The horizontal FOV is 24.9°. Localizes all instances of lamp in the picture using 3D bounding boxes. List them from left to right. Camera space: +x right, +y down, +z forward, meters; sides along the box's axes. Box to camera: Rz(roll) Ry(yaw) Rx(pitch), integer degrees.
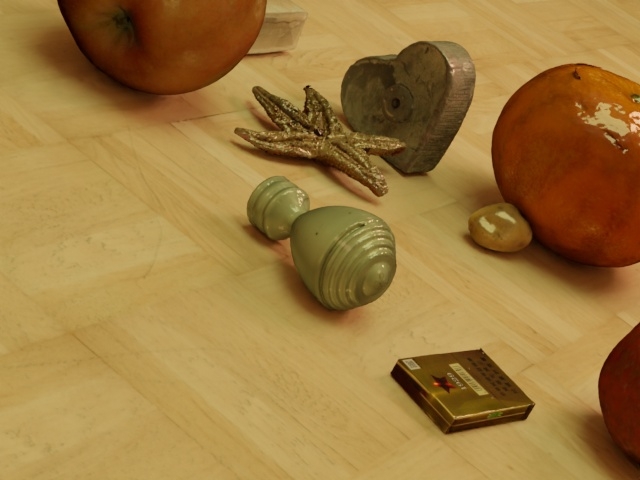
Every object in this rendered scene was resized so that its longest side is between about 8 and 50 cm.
[{"bbox_3d":[0.000,0.000,1.504,0.106,0.106,0.193,-1,27,-45],"label":"lamp"}]

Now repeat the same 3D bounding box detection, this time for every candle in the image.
[{"bbox_3d":[0.116,-0.171,1.888,0.068,0.192,0.168,-6,85,-47],"label":"candle"}]

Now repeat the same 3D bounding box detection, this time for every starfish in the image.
[{"bbox_3d":[-0.006,-0.128,1.790,0.240,0.043,0.227,1,34,-37],"label":"starfish"}]

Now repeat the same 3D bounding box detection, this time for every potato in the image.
[{"bbox_3d":[0.221,-0.015,1.789,0.083,0.062,0.068,-14,25,-25],"label":"potato"}]

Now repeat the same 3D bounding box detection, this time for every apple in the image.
[{"bbox_3d":[-0.191,-0.289,1.699,0.253,0.253,0.253,22,26,-11],"label":"apple"}]

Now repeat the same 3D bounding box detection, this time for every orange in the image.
[{"bbox_3d":[0.355,-0.095,1.864,0.284,0.226,0.284,26,28,-15],"label":"orange"}]

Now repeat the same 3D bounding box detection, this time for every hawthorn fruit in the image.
[{"bbox_3d":[0.371,0.156,1.478,0.189,0.189,0.189,22,26,-11],"label":"hawthorn fruit"}]

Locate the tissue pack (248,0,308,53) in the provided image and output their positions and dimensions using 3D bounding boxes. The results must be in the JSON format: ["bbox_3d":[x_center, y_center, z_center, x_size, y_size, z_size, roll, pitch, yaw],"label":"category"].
[{"bbox_3d":[-0.188,-0.372,2.040,0.325,0.071,0.170,37,29,22],"label":"tissue pack"}]

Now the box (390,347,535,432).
[{"bbox_3d":[0.143,0.148,1.442,0.133,0.023,0.090,-3,37,-46],"label":"box"}]
